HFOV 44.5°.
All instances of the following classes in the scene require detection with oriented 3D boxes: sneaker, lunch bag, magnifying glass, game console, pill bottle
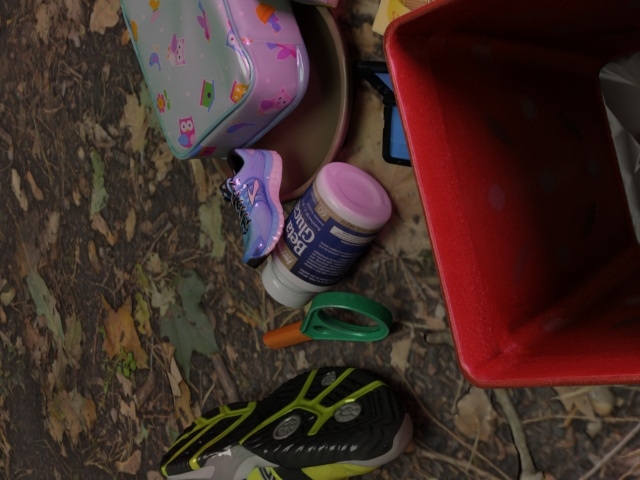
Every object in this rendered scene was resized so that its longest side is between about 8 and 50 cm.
[{"bbox_3d":[-0.086,-0.040,0.906,0.063,0.073,0.162,-48,38,45],"label":"sneaker"},{"bbox_3d":[-0.030,0.266,0.966,0.384,0.145,0.147,-22,110,42],"label":"sneaker"},{"bbox_3d":[-0.135,-0.248,0.939,0.224,0.108,0.279,-35,69,47],"label":"lunch bag"},{"bbox_3d":[-0.001,0.104,0.937,0.231,0.092,0.026,-23,44,55],"label":"magnifying glass"},{"bbox_3d":[0.096,-0.128,0.809,0.122,0.107,0.071,15,77,42],"label":"game console"},{"bbox_3d":[0.000,0.000,0.901,0.094,0.094,0.169,55,129,25],"label":"pill bottle"}]

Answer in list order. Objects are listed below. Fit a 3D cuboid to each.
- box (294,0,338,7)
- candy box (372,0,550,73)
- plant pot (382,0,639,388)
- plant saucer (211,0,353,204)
[{"bbox_3d":[0.001,-0.375,0.831,0.058,0.087,0.232,21,100,44],"label":"box"},{"bbox_3d":[0.182,-0.303,0.685,0.183,0.087,0.316,36,118,34],"label":"candy box"},{"bbox_3d":[0.243,-0.064,0.544,0.267,0.235,0.267,-13,91,46],"label":"plant pot"},{"bbox_3d":[-0.057,-0.183,0.973,0.278,0.041,0.278,8,102,44],"label":"plant saucer"}]
